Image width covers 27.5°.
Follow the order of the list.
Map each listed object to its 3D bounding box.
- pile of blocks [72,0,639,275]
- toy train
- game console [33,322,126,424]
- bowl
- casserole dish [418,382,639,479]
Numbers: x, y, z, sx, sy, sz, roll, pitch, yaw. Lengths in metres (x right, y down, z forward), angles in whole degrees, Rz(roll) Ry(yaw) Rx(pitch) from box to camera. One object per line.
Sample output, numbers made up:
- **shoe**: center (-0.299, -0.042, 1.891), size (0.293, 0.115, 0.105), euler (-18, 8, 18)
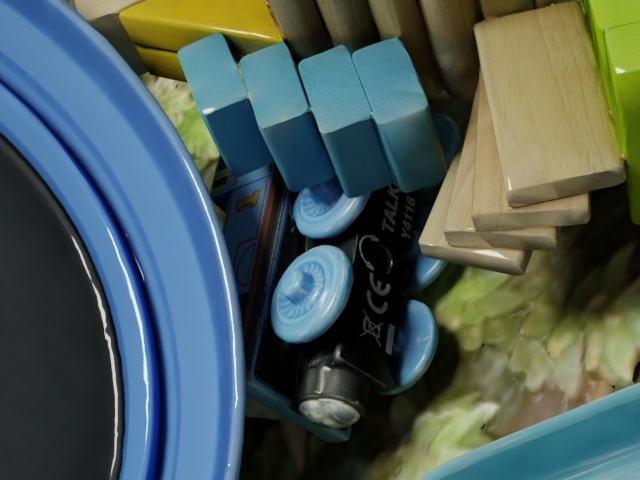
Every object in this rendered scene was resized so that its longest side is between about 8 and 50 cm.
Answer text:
- **pile of blocks**: center (0.039, -0.085, 0.480), size (0.362, 0.113, 0.149), euler (8, 58, 24)
- **toy train**: center (0.000, 0.000, 0.574), size (0.105, 0.080, 0.184), euler (-20, 49, 41)
- **game console**: center (-0.174, -0.049, 0.619), size (0.044, 0.361, 0.213), euler (-53, -8, 37)
- **bowl**: center (-0.219, 0.039, 0.446), size (0.077, 0.391, 0.391), euler (132, 150, -55)
- **casserole dish**: center (0.091, 0.114, 0.425), size (0.188, 0.037, 0.114), euler (-30, 45, 36)
